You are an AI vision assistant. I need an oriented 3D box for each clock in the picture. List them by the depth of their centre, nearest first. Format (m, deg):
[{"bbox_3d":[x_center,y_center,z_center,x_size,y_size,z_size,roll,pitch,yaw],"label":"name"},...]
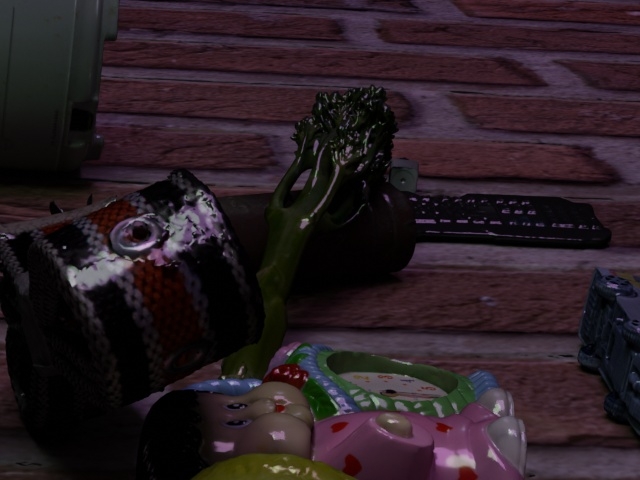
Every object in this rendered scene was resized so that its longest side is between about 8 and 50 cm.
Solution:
[{"bbox_3d":[0.001,0.115,1.021,0.195,0.100,0.194,5,13,-6],"label":"clock"}]

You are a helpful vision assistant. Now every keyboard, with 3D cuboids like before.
[{"bbox_3d":[0.105,-0.020,1.609,0.262,0.016,0.106,2,17,-7],"label":"keyboard"}]

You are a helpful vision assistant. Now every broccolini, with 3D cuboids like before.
[{"bbox_3d":[-0.005,-0.003,1.297,0.078,0.074,0.392,11,31,3],"label":"broccolini"}]

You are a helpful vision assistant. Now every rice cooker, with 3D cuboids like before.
[{"bbox_3d":[-0.292,-0.175,1.640,0.227,0.241,0.281,5,47,-10],"label":"rice cooker"}]

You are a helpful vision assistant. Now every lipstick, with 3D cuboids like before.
[{"bbox_3d":[0.074,-0.061,1.721,0.025,0.025,0.107,6,11,2],"label":"lipstick"}]

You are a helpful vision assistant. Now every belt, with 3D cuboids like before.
[{"bbox_3d":[-0.112,0.035,1.022,0.094,0.126,0.359,-15,1,-15],"label":"belt"}]

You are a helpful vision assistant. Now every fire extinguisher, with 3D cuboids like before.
[{"bbox_3d":[-0.062,-0.006,1.409,0.267,0.072,0.089,-6,61,-32],"label":"fire extinguisher"}]

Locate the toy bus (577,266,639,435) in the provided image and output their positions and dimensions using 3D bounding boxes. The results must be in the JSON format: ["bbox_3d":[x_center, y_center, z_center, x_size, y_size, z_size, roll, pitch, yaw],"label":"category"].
[{"bbox_3d":[0.218,0.073,1.264,0.075,0.064,0.190,9,17,-6],"label":"toy bus"}]

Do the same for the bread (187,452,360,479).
[{"bbox_3d":[-0.020,0.162,0.861,0.129,0.111,0.114,2,25,7],"label":"bread"}]
